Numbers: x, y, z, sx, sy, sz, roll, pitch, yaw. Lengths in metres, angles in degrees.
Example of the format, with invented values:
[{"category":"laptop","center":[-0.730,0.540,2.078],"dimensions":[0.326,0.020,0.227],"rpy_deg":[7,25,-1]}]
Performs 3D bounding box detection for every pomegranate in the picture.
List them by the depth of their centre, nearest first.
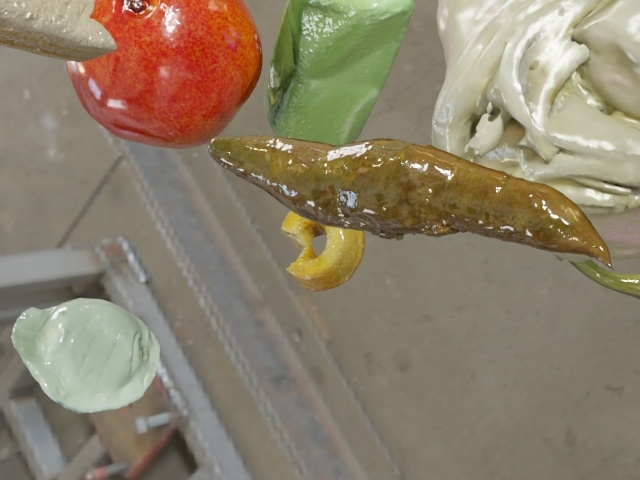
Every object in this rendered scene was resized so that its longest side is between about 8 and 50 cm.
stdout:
[{"category":"pomegranate","center":[-0.170,-0.205,1.432],"dimensions":[0.220,0.256,0.221],"rpy_deg":[-2,83,13]}]

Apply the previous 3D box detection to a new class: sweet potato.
[{"category":"sweet potato","center":[0.053,-0.031,0.794],"dimensions":[0.273,0.067,0.067],"rpy_deg":[14,106,24]}]

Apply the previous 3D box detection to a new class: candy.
[{"category":"candy","center":[0.016,-0.222,1.394],"dimensions":[0.343,0.132,0.142],"rpy_deg":[115,168,-66]}]

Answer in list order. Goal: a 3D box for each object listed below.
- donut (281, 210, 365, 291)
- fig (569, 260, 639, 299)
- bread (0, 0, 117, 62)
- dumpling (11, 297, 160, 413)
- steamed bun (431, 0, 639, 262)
[{"category":"donut","center":[0.000,0.000,1.420],"dimensions":[0.097,0.043,0.108],"rpy_deg":[-25,64,21]},{"category":"fig","center":[0.348,0.040,1.245],"dimensions":[0.245,0.149,0.149],"rpy_deg":[6,103,2]},{"category":"bread","center":[-0.257,-0.176,1.041],"dimensions":[0.077,0.152,0.105],"rpy_deg":[-5,112,50]},{"category":"dumpling","center":[-0.314,0.153,1.687],"dimensions":[0.108,0.219,0.153],"rpy_deg":[-5,76,56]},{"category":"steamed bun","center":[0.227,-0.128,0.912],"dimensions":[0.207,0.268,0.280],"rpy_deg":[-9,64,48]}]
